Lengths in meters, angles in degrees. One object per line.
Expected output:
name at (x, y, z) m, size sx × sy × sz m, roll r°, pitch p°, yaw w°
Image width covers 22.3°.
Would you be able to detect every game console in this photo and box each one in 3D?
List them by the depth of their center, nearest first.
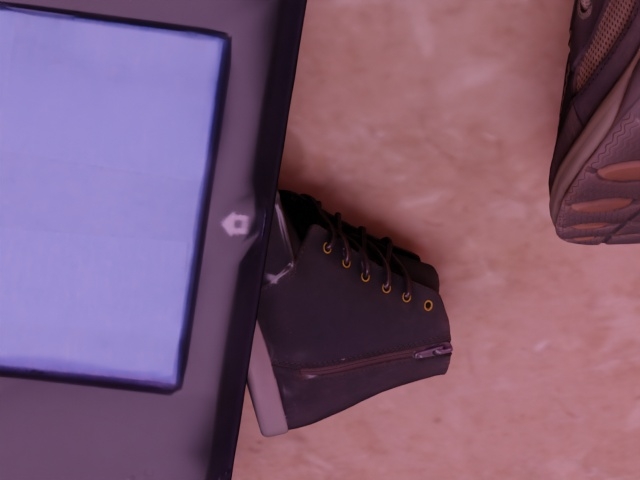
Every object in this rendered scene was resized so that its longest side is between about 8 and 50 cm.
game console at (-0.190, -0.030, 0.726) m, size 0.342 × 0.060 × 0.387 m, roll 8°, pitch 111°, yaw -4°

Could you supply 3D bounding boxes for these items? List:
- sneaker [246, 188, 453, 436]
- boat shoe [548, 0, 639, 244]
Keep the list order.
sneaker at (0.000, 0.000, 0.865) m, size 0.118 × 0.083 × 0.222 m, roll -17°, pitch 130°, yaw -6°
boat shoe at (0.176, -0.106, 0.689) m, size 0.132 × 0.130 × 0.355 m, roll 0°, pitch 156°, yaw -8°
